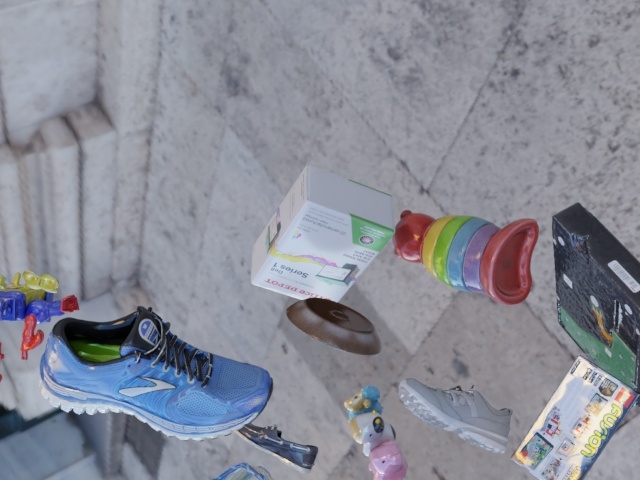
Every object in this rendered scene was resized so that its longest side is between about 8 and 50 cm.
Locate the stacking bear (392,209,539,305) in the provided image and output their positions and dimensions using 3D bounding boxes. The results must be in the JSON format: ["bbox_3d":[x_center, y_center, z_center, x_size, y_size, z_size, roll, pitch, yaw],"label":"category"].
[{"bbox_3d":[0.274,0.016,1.807,0.289,0.164,0.175,18,110,42],"label":"stacking bear"}]

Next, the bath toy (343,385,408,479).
[{"bbox_3d":[0.167,0.534,2.196,0.129,0.151,0.348,-50,43,24],"label":"bath toy"}]

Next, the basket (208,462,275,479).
[{"bbox_3d":[-0.163,0.615,1.904,0.255,0.201,0.289,48,-175,19],"label":"basket"}]

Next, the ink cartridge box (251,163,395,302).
[{"bbox_3d":[0.000,0.000,1.833,0.278,0.201,0.117,-54,25,40],"label":"ink cartridge box"}]

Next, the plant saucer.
[{"bbox_3d":[0.032,0.156,1.683,0.198,0.198,0.036,36,108,43],"label":"plant saucer"}]

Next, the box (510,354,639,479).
[{"bbox_3d":[0.415,0.304,1.439,0.114,0.207,0.036,34,-175,21],"label":"box"}]

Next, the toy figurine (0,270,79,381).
[{"bbox_3d":[-0.577,0.141,1.555,0.217,0.362,0.191,-11,-78,-85],"label":"toy figurine"}]

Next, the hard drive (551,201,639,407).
[{"bbox_3d":[0.495,0.119,1.514,0.237,0.064,0.339,57,172,41],"label":"hard drive"}]

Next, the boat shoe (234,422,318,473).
[{"bbox_3d":[-0.099,0.427,1.906,0.206,0.065,0.075,28,-179,11],"label":"boat shoe"}]

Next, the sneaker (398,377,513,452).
[{"bbox_3d":[0.298,0.363,1.943,0.281,0.115,0.105,30,160,-14],"label":"sneaker"}]

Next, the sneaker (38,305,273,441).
[{"bbox_3d":[-0.227,0.180,1.231,0.130,0.330,0.147,-89,11,-52],"label":"sneaker"}]
